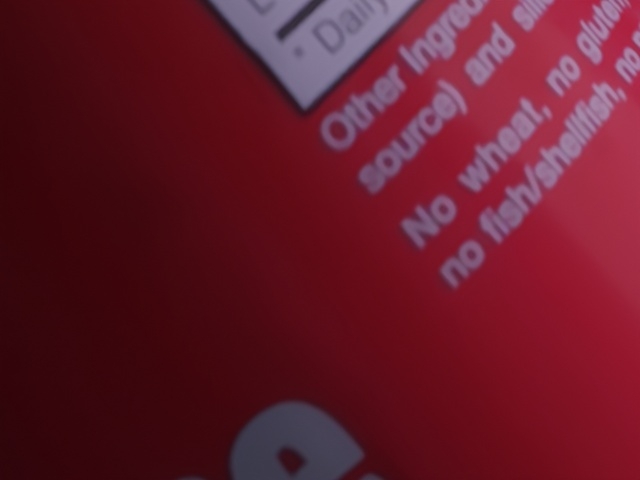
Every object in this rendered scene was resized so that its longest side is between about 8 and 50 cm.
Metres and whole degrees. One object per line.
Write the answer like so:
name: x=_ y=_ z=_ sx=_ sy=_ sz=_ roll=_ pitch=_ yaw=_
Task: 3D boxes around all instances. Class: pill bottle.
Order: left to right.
pill bottle: x=-0.040 y=-0.021 z=0.448 sx=0.408 sy=0.229 sz=0.229 roll=48 pitch=15 yaw=-10
